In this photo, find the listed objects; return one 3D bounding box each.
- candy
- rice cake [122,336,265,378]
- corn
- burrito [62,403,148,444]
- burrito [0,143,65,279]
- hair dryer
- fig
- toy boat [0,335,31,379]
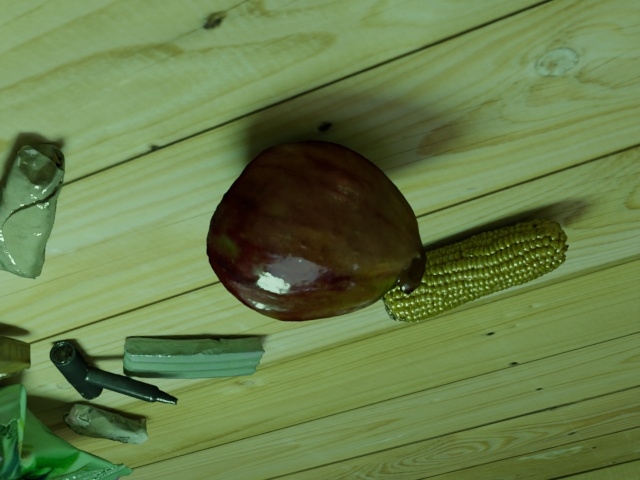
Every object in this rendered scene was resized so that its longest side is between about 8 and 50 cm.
[{"bbox_3d":[-0.545,0.394,1.848,0.263,0.172,0.398,-18,137,14],"label":"candy"},{"bbox_3d":[-0.219,0.201,1.748,0.237,0.043,0.127,0,151,-16],"label":"rice cake"},{"bbox_3d":[0.225,0.039,1.514,0.293,0.106,0.106,-22,150,18],"label":"corn"},{"bbox_3d":[-0.411,0.356,1.973,0.064,0.064,0.203,-24,150,27],"label":"burrito"},{"bbox_3d":[-0.359,-0.027,1.249,0.082,0.059,0.275,18,145,-17],"label":"burrito"},{"bbox_3d":[-0.338,0.233,1.707,0.194,0.050,0.173,10,156,12],"label":"hair dryer"},{"bbox_3d":[-0.010,-0.007,1.233,0.263,0.224,0.224,-1,152,-21],"label":"fig"},{"bbox_3d":[-0.610,0.198,1.581,0.321,0.089,0.121,-7,159,-6],"label":"toy boat"}]
